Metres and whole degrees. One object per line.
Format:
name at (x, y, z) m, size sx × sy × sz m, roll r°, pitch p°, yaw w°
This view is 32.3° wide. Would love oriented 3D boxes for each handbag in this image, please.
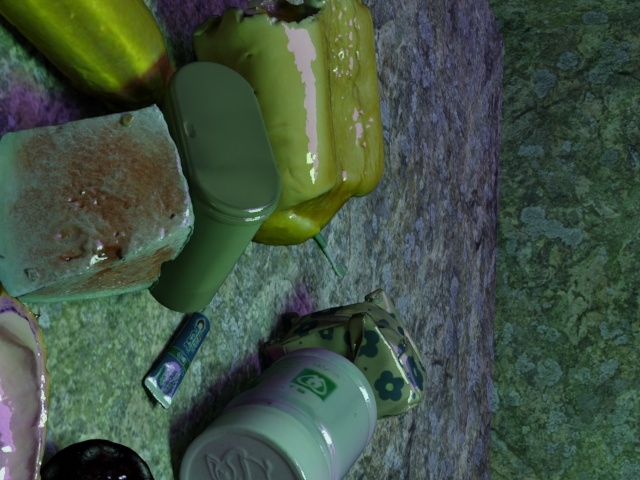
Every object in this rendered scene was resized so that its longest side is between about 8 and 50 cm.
handbag at (0.039, 0.207, 1.912) m, size 0.190 × 0.252 × 0.193 m, roll -61°, pitch 130°, yaw -64°

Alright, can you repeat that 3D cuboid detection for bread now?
bread at (-0.061, -0.189, 1.763) m, size 0.361 × 0.250 × 0.394 m, roll -27°, pitch 113°, yaw -64°

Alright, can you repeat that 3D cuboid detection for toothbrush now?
toothbrush at (0.000, 0.000, 2.146) m, size 0.257 × 0.024 × 0.018 m, roll 55°, pitch 36°, yaw -48°

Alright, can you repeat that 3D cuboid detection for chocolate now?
chocolate at (-0.288, -0.258, 1.365) m, size 0.445 × 0.162 × 0.162 m, roll 55°, pitch 36°, yaw -57°

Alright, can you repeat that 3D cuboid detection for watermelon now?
watermelon at (-0.257, -0.034, 1.297) m, size 0.262 × 0.201 × 0.212 m, roll -14°, pitch 90°, yaw -61°

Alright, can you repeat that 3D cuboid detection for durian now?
durian at (-0.361, 0.198, 1.121) m, size 0.191 × 0.112 × 0.341 m, roll -30°, pitch 121°, yaw -76°

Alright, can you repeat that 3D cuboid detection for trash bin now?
trash bin at (-0.158, -0.063, 1.432) m, size 0.121 × 0.247 × 0.243 m, roll 0°, pitch 55°, yaw -27°

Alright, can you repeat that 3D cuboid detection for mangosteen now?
mangosteen at (-0.267, 0.310, 1.291) m, size 0.152 × 0.152 × 0.152 m, roll -6°, pitch 90°, yaw -68°

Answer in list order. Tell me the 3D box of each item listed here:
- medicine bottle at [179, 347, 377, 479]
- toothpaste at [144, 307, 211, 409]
medicine bottle at (-0.055, 0.312, 1.689) m, size 0.325 × 0.212 × 0.212 m, roll -38°, pitch 120°, yaw -64°
toothpaste at (-0.200, 0.161, 1.606) m, size 0.057 × 0.035 × 0.197 m, roll 56°, pitch 34°, yaw -21°
